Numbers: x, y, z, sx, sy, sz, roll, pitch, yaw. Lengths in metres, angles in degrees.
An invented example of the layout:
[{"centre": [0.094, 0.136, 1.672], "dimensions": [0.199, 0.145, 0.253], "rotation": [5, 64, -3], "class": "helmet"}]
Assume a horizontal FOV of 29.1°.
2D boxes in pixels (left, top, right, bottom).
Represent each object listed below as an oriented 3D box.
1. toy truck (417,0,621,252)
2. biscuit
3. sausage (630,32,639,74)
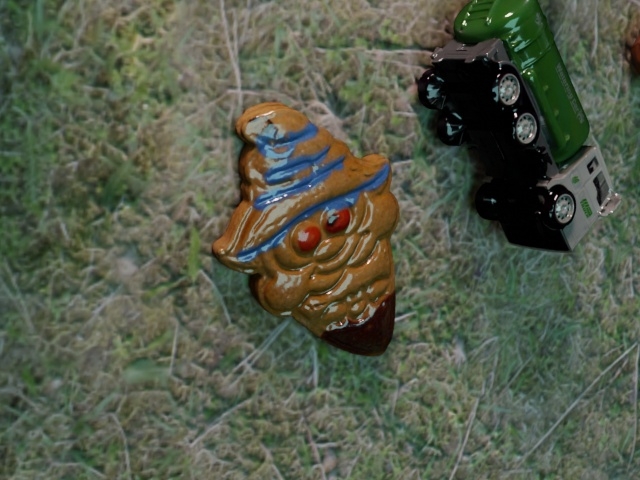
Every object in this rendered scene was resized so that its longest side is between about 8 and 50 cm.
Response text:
[{"centre": [0.187, -0.111, 1.146], "dimensions": [0.125, 0.101, 0.243], "rotation": [-44, 121, -28], "class": "toy truck"}, {"centre": [0.000, 0.000, 1.101], "dimensions": [0.183, 0.043, 0.280], "rotation": [-34, 117, -16], "class": "biscuit"}, {"centre": [0.370, -0.224, 1.250], "dimensions": [0.169, 0.065, 0.065], "rotation": [-51, 124, -8], "class": "sausage"}]
